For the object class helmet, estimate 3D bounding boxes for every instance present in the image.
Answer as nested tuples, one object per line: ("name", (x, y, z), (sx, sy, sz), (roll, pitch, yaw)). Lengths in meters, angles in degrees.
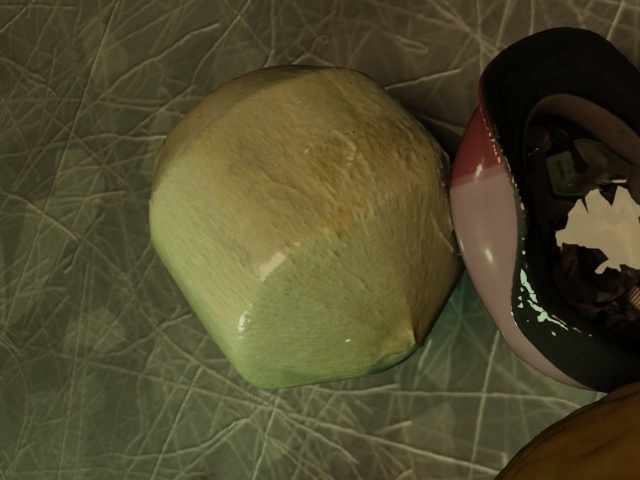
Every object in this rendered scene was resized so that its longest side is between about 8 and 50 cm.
("helmet", (0.176, -0.006, 0.903), (0.253, 0.198, 0.154), (54, 143, 5))

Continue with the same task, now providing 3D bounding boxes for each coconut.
("coconut", (0.000, 0.000, 0.986), (0.245, 0.245, 0.247), (-47, 64, 24))

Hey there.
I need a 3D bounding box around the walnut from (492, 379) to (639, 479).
("walnut", (0.242, 0.226, 0.791), (0.333, 0.333, 0.332), (0, 90, 33))
